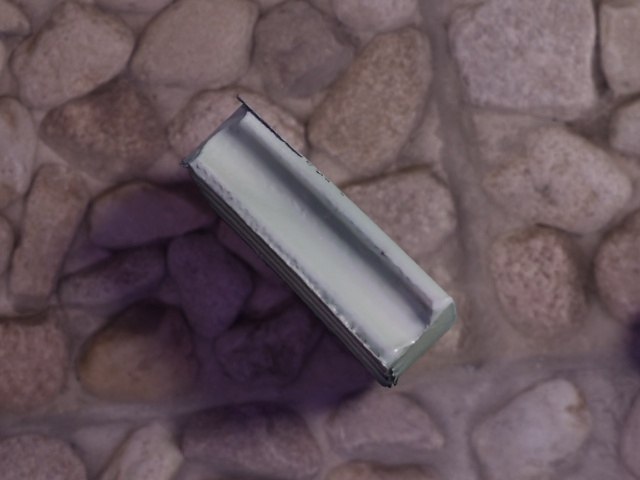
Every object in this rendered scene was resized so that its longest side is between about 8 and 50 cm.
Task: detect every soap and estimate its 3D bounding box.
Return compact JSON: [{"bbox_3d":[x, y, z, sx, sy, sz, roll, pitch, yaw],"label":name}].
[{"bbox_3d":[0.000,0.000,0.852,0.094,0.150,0.261,-43,75,-7],"label":"soap"}]
